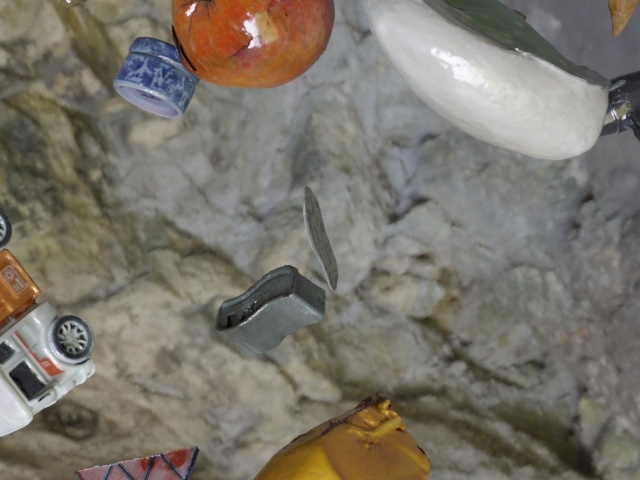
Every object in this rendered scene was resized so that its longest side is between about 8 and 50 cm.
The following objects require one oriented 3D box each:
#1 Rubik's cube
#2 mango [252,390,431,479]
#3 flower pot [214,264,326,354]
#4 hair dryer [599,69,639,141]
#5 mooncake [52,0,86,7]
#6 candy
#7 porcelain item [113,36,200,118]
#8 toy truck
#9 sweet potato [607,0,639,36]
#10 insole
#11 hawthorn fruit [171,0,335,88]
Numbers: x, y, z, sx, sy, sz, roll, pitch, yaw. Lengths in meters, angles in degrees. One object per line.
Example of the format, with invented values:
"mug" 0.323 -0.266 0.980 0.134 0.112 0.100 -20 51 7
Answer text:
"Rubik's cube" -0.279 0.446 1.847 0.211 0.190 0.178 48 159 17
"mango" 0.007 0.255 1.097 0.126 0.252 0.154 51 140 14
"flower pot" -0.106 0.147 2.230 0.108 0.229 0.103 40 -149 -36
"hair dryer" 0.578 -0.192 1.756 0.271 0.236 0.091 59 176 41
"mooncake" -0.452 -0.316 1.307 0.057 0.347 0.150 -57 -49 -73
"candy" 0.234 -0.274 1.605 0.427 0.186 0.386 19 -150 -40
"porcelain item" -0.306 -0.311 2.022 0.147 0.147 0.114 61 -130 -75
"toy truck" -0.490 0.084 1.401 0.387 0.173 0.207 54 -138 -12
"sweet potato" 0.422 -0.382 1.460 0.051 0.065 0.218 21 137 28
"insole" 0.000 0.000 1.460 0.193 0.006 0.065 70 -157 -48
"hawthorn fruit" -0.089 -0.377 1.802 0.307 0.276 0.276 6 -126 -49
